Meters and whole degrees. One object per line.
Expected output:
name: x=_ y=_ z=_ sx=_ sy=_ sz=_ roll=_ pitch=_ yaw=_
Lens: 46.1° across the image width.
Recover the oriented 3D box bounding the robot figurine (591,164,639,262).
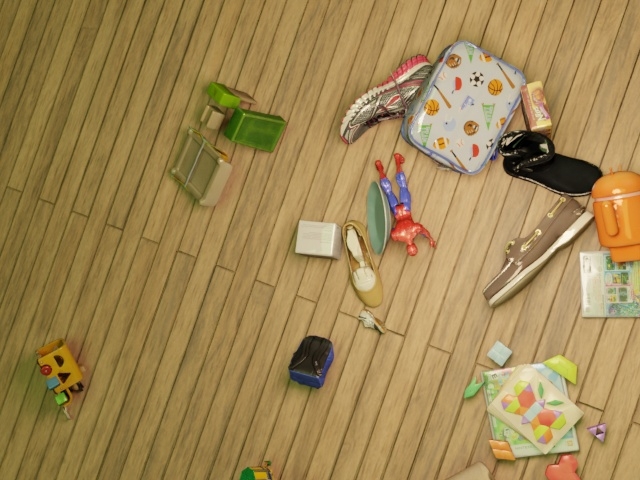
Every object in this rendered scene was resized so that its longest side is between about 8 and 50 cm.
robot figurine: x=0.692 y=-0.063 z=1.717 sx=0.158 sy=0.128 sz=0.220 roll=-11 pitch=92 yaw=-9

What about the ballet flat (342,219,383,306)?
ballet flat: x=0.099 y=0.059 z=1.925 sx=0.080 sy=0.073 sz=0.232 roll=-20 pitch=79 yaw=15

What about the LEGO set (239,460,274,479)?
LEGO set: x=-0.092 y=0.730 z=1.882 sx=0.254 sy=0.192 sz=0.332 roll=0 pitch=79 yaw=46

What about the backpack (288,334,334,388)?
backpack: x=-0.020 y=0.309 z=1.921 sx=0.097 sy=0.101 sz=0.120 roll=14 pitch=55 yaw=14

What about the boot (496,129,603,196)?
boot: x=0.536 y=-0.177 z=1.752 sx=0.246 sy=0.207 sz=0.094 roll=17 pitch=89 yaw=17

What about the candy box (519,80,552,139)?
candy box: x=0.511 y=-0.294 z=1.783 sx=0.053 sy=0.186 sz=0.109 roll=-14 pitch=80 yaw=15

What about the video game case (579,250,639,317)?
video game case: x=0.688 y=0.103 z=1.773 sx=0.143 sy=0.019 sz=0.157 roll=-2 pitch=82 yaw=16

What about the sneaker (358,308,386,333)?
sneaker: x=0.132 y=0.213 z=1.924 sx=0.083 sy=0.032 sz=0.037 roll=43 pitch=110 yaw=22

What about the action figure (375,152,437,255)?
action figure: x=0.216 y=-0.069 z=1.907 sx=0.091 sy=0.139 sz=0.281 roll=-20 pitch=56 yaw=16

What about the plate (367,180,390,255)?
plate: x=0.148 y=-0.056 z=1.877 sx=0.024 sy=0.188 sz=0.188 roll=-3 pitch=82 yaw=-10

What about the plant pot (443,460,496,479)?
plant pot: x=0.307 y=0.673 z=1.688 sx=0.305 sy=0.334 sz=0.334 roll=-36 pitch=75 yaw=-2

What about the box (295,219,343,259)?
box: x=0.000 y=0.000 z=1.947 sx=0.101 sy=0.102 sz=0.087 roll=5 pitch=83 yaw=17

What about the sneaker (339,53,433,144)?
sneaker: x=0.176 y=-0.347 z=1.926 sx=0.299 sy=0.121 sz=0.112 roll=-38 pitch=78 yaw=8

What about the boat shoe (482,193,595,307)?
boat shoe: x=0.501 y=0.025 z=1.791 sx=0.324 sy=0.116 sz=0.097 roll=-44 pitch=69 yaw=4

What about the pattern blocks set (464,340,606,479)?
pattern blocks set: x=0.503 y=0.398 z=1.765 sx=0.324 sy=0.026 sz=0.286 roll=27 pitch=92 yaw=18

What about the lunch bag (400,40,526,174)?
lunch bag: x=0.353 y=-0.315 z=1.848 sx=0.243 sy=0.115 sz=0.304 roll=27 pitch=94 yaw=-10

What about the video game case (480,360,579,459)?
video game case: x=0.496 y=0.403 z=1.792 sx=0.193 sy=0.023 sz=0.213 roll=-12 pitch=80 yaw=15

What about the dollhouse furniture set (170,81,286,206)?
dollhouse furniture set: x=-0.261 y=-0.253 z=2.076 sx=0.197 sy=0.151 sz=0.302 roll=44 pitch=115 yaw=37

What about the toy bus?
toy bus: x=-0.717 y=0.376 z=2.114 sx=0.104 sy=0.202 sz=0.191 roll=-29 pitch=66 yaw=-20
